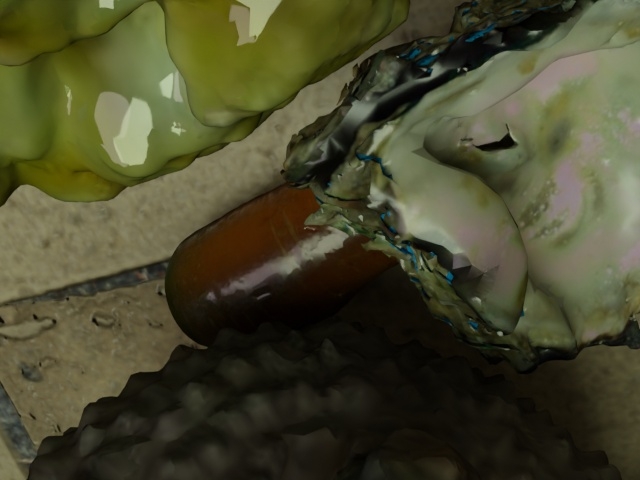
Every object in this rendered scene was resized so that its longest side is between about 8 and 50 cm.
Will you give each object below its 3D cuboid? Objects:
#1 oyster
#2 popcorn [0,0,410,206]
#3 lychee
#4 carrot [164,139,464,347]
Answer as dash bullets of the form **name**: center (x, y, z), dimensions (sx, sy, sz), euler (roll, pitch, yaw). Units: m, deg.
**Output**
- **oyster**: center (0.109, -0.025, 0.473), dimensions (0.259, 0.092, 0.198), euler (-6, 112, -30)
- **popcorn**: center (-0.113, -0.176, 0.419), dimensions (0.334, 0.292, 0.293), euler (4, 156, -6)
- **lychee**: center (-0.011, 0.238, 0.481), dimensions (0.380, 0.380, 0.432), euler (21, 131, 4)
- **carrot**: center (0.000, 0.000, 0.557), dimensions (0.193, 0.087, 0.087), euler (-28, 107, 23)
